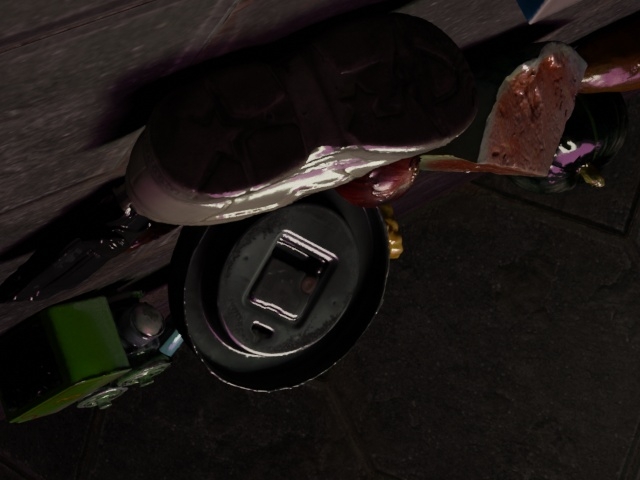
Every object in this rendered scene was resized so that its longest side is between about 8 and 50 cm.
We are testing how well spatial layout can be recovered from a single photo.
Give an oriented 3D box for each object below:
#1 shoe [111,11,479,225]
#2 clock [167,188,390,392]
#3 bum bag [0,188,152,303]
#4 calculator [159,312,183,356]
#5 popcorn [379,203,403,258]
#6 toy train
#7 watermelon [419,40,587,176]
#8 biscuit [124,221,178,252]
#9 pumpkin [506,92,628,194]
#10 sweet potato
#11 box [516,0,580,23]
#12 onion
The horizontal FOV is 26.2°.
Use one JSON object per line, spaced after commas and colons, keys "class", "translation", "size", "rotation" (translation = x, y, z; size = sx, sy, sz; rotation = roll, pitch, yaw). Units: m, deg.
{"class": "shoe", "translation": [-0.029, -0.100, 1.240], "size": [0.342, 0.132, 0.210], "rotation": [-19, 177, -29]}
{"class": "clock", "translation": [-0.051, 0.043, 1.775], "size": [0.313, 0.312, 0.061], "rotation": [-24, -149, -24]}
{"class": "bum bag", "translation": [-0.253, 0.000, 1.510], "size": [0.248, 0.060, 0.123], "rotation": [-31, 175, 32]}
{"class": "calculator", "translation": [-0.235, 0.125, 2.508], "size": [0.256, 0.054, 0.386], "rotation": [-51, -177, -9]}
{"class": "popcorn", "translation": [0.000, 0.000, 1.976], "size": [0.250, 0.190, 0.250], "rotation": [8, -175, -1]}
{"class": "toy train", "translation": [-0.409, 0.197, 2.295], "size": [0.249, 0.173, 0.307], "rotation": [-14, 168, -45]}
{"class": "watermelon", "translation": [0.224, -0.157, 1.762], "size": [0.256, 0.176, 0.260], "rotation": [-43, 154, 15]}
{"class": "biscuit", "translation": [-0.205, -0.021, 1.767], "size": [0.175, 0.026, 0.124], "rotation": [-28, 176, 22]}
{"class": "pumpkin", "translation": [0.433, -0.181, 2.428], "size": [0.250, 0.216, 0.250], "rotation": [-31, 161, -12]}
{"class": "sweet potato", "translation": [0.481, -0.286, 2.112], "size": [0.359, 0.112, 0.112], "rotation": [-22, 175, -13]}
{"class": "box", "translation": [0.261, -0.271, 1.177], "size": [0.194, 0.073, 0.139], "rotation": [-26, 176, -4]}
{"class": "onion", "translation": [0.064, -0.104, 1.699], "size": [0.131, 0.131, 0.131], "rotation": [-26, 176, -2]}
